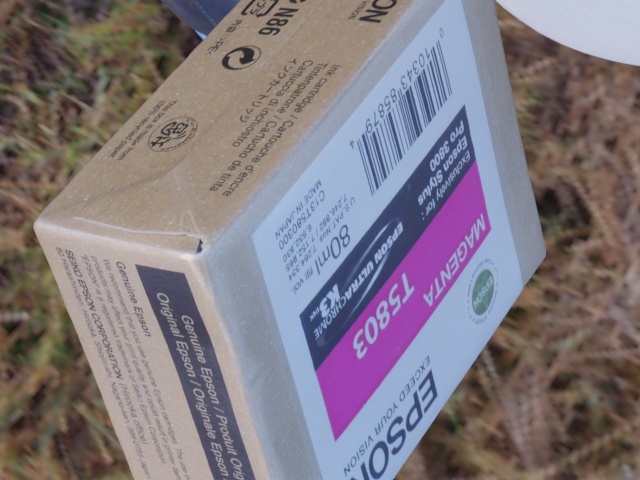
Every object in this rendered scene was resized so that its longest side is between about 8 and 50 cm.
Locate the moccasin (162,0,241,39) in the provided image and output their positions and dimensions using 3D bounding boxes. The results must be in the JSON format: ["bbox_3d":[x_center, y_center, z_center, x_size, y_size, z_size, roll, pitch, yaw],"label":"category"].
[{"bbox_3d":[-0.100,-0.252,1.066,0.138,0.342,0.117,-39,147,-3],"label":"moccasin"}]

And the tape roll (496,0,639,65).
[{"bbox_3d":[0.215,-0.191,0.638,0.392,0.072,0.392,-14,154,-7],"label":"tape roll"}]

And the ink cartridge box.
[{"bbox_3d":[0.000,0.000,0.850,0.234,0.088,0.193,-52,139,-37],"label":"ink cartridge box"}]
